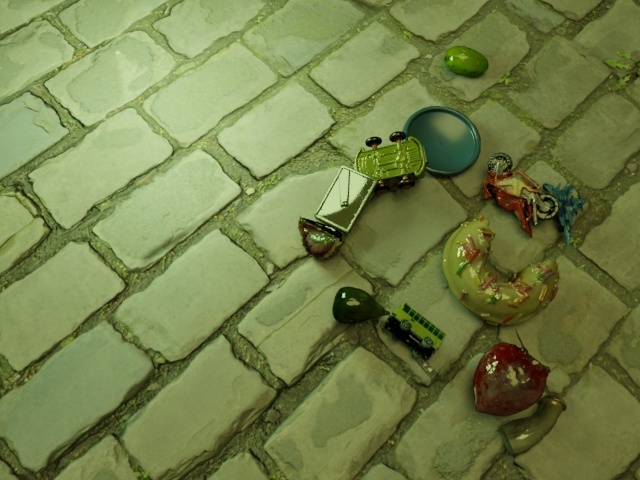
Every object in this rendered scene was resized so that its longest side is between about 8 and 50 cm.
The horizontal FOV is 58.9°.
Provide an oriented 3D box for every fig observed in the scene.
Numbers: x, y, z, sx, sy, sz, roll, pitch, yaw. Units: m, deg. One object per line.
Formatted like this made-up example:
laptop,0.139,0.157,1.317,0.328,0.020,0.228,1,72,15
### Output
fig,0.124,0.201,1.743,0.178,0.117,0.117,6,65,16

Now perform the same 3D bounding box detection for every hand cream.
hand cream,0.321,0.382,1.739,0.030,0.019,0.093,-38,81,-20

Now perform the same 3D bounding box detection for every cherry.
cherry,0.537,0.411,1.650,0.250,0.175,0.192,-41,89,-16

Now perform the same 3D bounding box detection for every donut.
donut,0.564,0.103,1.805,0.371,0.150,0.307,34,68,10

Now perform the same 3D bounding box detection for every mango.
mango,0.567,-0.696,2.192,0.178,0.100,0.119,13,63,-6

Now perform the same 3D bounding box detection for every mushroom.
mushroom,0.629,0.533,1.655,0.223,0.092,0.081,-32,115,-13

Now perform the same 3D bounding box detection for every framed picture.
framed picture,0.084,-0.139,1.894,0.150,0.015,0.203,27,86,29

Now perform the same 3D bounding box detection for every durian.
durian,-0.002,0.003,1.856,0.187,0.119,0.108,28,105,21

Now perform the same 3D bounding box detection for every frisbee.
frisbee,0.436,-0.357,2.056,0.290,0.049,0.289,2,69,-4

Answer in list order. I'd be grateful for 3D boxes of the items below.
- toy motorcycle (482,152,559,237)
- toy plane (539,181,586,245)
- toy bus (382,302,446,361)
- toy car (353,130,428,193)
toy motorcycle,0.668,-0.161,1.946,0.171,0.089,0.298,-44,77,7
toy plane,0.837,-0.090,1.952,0.169,0.078,0.246,4,70,-2
toy bus,0.287,0.276,1.735,0.175,0.088,0.101,38,50,11
toy car,0.245,-0.254,1.947,0.248,0.142,0.200,-8,75,15
